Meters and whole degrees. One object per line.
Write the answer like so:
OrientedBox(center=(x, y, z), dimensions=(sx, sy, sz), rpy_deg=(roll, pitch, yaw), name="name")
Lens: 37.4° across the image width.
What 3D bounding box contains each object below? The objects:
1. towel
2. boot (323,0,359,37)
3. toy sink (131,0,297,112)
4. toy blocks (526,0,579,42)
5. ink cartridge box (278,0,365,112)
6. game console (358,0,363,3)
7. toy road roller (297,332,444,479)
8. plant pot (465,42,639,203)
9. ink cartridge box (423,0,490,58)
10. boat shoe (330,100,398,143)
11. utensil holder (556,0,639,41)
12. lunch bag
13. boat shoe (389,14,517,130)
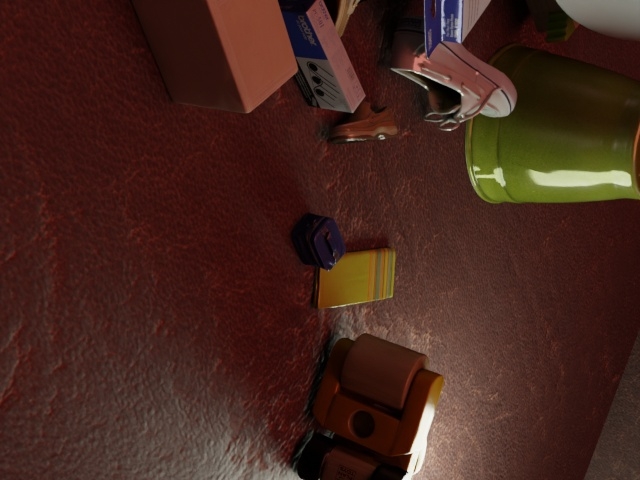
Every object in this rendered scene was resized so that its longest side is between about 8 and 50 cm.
OrientedBox(center=(0.066, 0.069, 1.790), dimensions=(0.237, 0.021, 0.102), rpy_deg=(-5, 100, -51), name="towel")
OrientedBox(center=(0.079, -0.416, 1.514), dimensions=(0.165, 0.077, 0.213), rpy_deg=(-19, 147, -27), name="boot")
OrientedBox(center=(-0.148, -0.310, 1.278), dimensions=(0.131, 0.153, 0.234), rpy_deg=(-47, 133, -33), name="toy sink")
OrientedBox(center=(0.538, -0.647, 2.064), dimensions=(0.381, 0.191, 0.261), rpy_deg=(-49, 125, -30), name="toy blocks")
OrientedBox(center=(-0.010, -0.297, 1.505), dimensions=(0.046, 0.097, 0.207), rpy_deg=(-55, 139, -25), name="ink cartridge box")
OrientedBox(center=(0.167, -0.538, 1.547), dimensions=(0.293, 0.250, 0.173), rpy_deg=(-29, 98, -25), name="game console")
OrientedBox(center=(0.115, 0.349, 1.804), dimensions=(0.241, 0.203, 0.329), rpy_deg=(6, 101, -65), name="toy road roller")
OrientedBox(center=(0.559, -0.232, 2.053), dimensions=(0.366, 0.353, 0.366), rpy_deg=(-20, 117, -47), name="plant pot")
OrientedBox(center=(0.250, -0.451, 1.619), dimensions=(0.224, 0.045, 0.223), rpy_deg=(-55, 157, -21), name="ink cartridge box")
OrientedBox(center=(0.072, -0.211, 1.678), dimensions=(0.190, 0.068, 0.072), rpy_deg=(-18, 103, -59), name="boat shoe")
OrientedBox(center=(0.651, -0.638, 1.866), dimensions=(0.327, 0.328, 0.385), rpy_deg=(47, 61, -48), name="utensil holder")
OrientedBox(center=(0.000, 0.000, 1.640), dimensions=(0.067, 0.065, 0.098), rpy_deg=(-52, 137, -29), name="lunch bag")
OrientedBox(center=(0.252, -0.282, 1.820), dimensions=(0.367, 0.136, 0.156), rpy_deg=(26, 80, -50), name="boat shoe")
